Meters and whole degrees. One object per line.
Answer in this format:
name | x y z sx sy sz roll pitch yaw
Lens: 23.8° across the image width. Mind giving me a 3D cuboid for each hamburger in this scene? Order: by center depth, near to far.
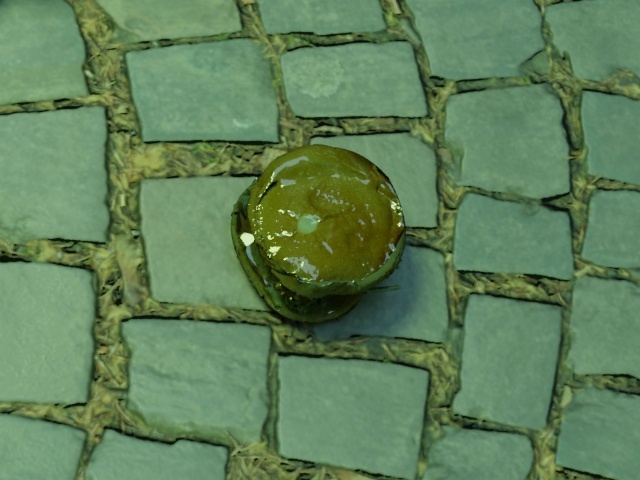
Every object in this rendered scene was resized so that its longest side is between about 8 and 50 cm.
hamburger | 0.000 0.000 1.533 0.185 0.113 0.177 36 56 -2
